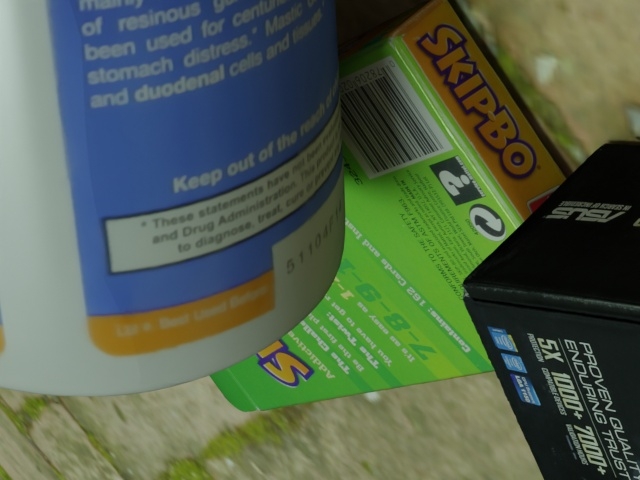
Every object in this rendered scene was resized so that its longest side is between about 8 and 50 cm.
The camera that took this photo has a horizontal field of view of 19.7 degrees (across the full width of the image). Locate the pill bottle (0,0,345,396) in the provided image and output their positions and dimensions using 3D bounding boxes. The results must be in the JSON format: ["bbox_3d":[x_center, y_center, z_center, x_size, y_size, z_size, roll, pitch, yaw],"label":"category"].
[{"bbox_3d":[-0.072,-0.104,0.525,0.152,0.152,0.272,24,131,36],"label":"pill bottle"}]

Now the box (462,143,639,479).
[{"bbox_3d":[0.145,0.069,0.538,0.147,0.077,0.180,8,132,48],"label":"box"}]

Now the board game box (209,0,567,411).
[{"bbox_3d":[0.000,0.000,0.692,0.124,0.039,0.259,55,147,-11],"label":"board game box"}]
